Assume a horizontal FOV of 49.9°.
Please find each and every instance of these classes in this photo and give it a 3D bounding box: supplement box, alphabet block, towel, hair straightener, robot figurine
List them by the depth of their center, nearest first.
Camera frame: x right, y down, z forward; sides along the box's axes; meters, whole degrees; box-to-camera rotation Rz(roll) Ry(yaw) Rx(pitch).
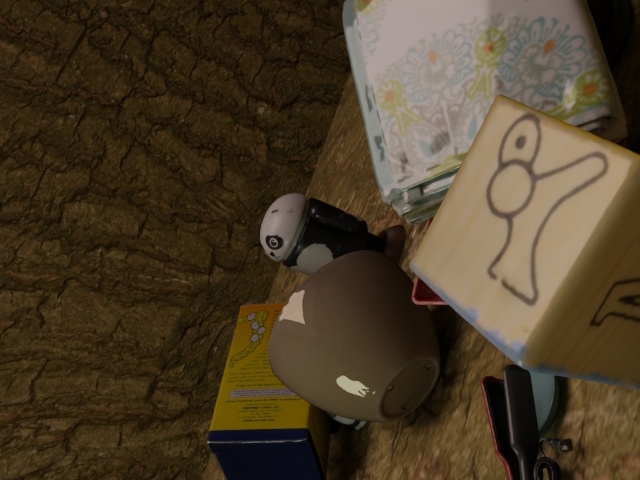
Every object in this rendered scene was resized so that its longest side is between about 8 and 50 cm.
[{"bbox_3d":[0.239,0.001,0.660,0.192,0.194,0.197,46,116,50],"label":"alphabet block"},{"bbox_3d":[0.222,0.235,0.724,0.089,0.047,0.230,-49,29,46],"label":"hair straightener"},{"bbox_3d":[0.196,-0.240,0.911,0.321,0.090,0.374,-22,70,32],"label":"towel"},{"bbox_3d":[-0.084,0.317,1.420,0.356,0.196,0.194,-81,-17,-50],"label":"supplement box"},{"bbox_3d":[-0.001,0.003,1.578,0.173,0.278,0.209,-98,33,-69],"label":"robot figurine"}]

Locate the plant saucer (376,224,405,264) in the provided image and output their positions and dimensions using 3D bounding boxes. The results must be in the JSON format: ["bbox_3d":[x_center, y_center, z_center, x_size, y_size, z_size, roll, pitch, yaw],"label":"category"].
[{"bbox_3d":[0.141,0.048,1.645,0.198,0.036,0.198,-158,90,-79],"label":"plant saucer"}]

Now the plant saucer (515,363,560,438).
[{"bbox_3d":[0.250,0.195,0.819,0.119,0.021,0.119,-157,90,-80],"label":"plant saucer"}]

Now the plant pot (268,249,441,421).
[{"bbox_3d":[0.085,0.184,1.127,0.191,0.284,0.284,40,112,40],"label":"plant pot"}]

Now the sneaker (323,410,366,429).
[{"bbox_3d":[0.063,0.270,1.411,0.235,0.095,0.090,-78,13,-51],"label":"sneaker"}]

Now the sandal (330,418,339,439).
[{"bbox_3d":[-0.009,0.370,1.578,0.079,0.088,0.240,-56,20,28],"label":"sandal"}]

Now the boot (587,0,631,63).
[{"bbox_3d":[0.229,-0.434,1.066,0.366,0.446,0.146,-80,16,-50],"label":"boot"}]

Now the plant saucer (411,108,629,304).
[{"bbox_3d":[0.259,-0.029,0.884,0.259,0.048,0.258,-5,61,43],"label":"plant saucer"}]
